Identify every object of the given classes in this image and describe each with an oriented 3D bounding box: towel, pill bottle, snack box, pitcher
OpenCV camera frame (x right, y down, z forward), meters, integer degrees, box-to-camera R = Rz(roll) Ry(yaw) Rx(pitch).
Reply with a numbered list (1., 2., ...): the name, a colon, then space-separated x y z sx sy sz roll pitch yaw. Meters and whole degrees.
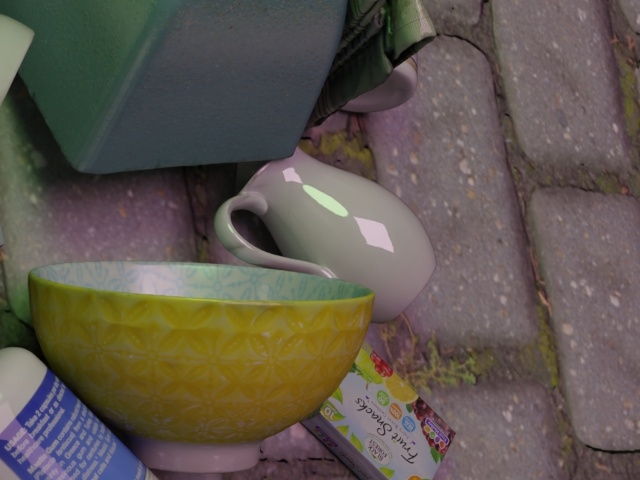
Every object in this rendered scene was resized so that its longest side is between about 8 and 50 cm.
1. towel: -0.029 -0.277 1.697 0.056 0.312 0.324 -23 86 -25
2. pill bottle: 0.046 -0.237 1.862 0.112 0.112 0.187 19 60 -32
3. pill bottle: -0.242 0.181 1.428 0.272 0.152 0.152 48 49 -13
4. snack box: 0.057 0.180 1.748 0.141 0.037 0.100 45 52 -16
5. pitcher: 0.000 0.000 1.717 0.207 0.125 0.178 40 43 -11

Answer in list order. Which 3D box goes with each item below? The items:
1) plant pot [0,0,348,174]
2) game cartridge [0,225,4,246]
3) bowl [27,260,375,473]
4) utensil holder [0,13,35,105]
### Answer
1. plant pot: -0.117 -0.237 1.584 0.247 0.252 0.247 -7 54 -40
2. game cartridge: -0.308 -0.025 1.551 0.056 0.017 0.083 -26 90 -39
3. bowl: -0.103 0.108 1.517 0.289 0.289 0.156 0 95 -39
4. utensil holder: -0.437 -0.080 1.218 0.385 0.327 0.328 25 56 -12
